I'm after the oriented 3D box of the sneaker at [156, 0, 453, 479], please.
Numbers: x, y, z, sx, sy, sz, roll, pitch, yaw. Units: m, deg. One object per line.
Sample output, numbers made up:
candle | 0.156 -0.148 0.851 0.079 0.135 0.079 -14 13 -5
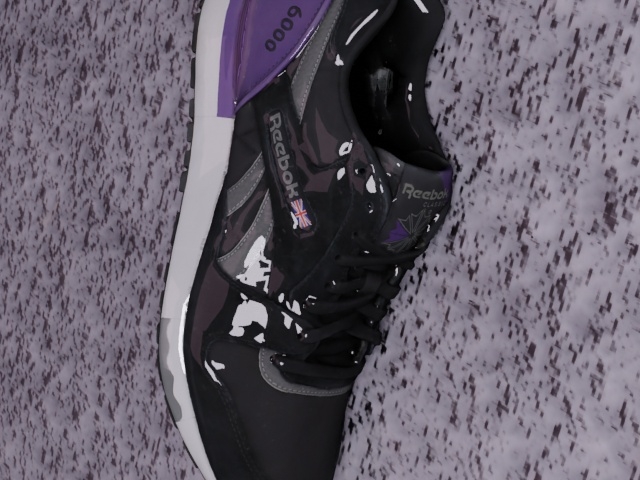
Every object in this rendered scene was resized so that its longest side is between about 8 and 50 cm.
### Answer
sneaker | 0.000 0.000 0.809 0.124 0.107 0.283 2 92 43
